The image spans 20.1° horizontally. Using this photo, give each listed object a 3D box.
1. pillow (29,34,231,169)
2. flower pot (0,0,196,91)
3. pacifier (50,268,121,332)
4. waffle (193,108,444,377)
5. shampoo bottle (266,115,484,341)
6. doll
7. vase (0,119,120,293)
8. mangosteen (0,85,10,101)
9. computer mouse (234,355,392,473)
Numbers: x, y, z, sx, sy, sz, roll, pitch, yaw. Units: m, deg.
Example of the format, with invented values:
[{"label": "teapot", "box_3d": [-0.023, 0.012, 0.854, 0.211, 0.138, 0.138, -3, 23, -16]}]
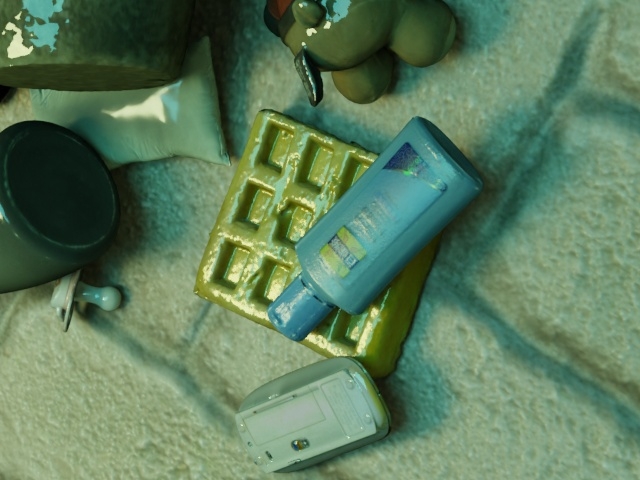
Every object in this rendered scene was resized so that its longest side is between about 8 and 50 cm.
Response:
[{"label": "pillow", "box_3d": [-0.212, -0.137, 2.023, 0.254, 0.078, 0.144, -9, 95, 30]}, {"label": "flower pot", "box_3d": [-0.253, -0.330, 1.877, 0.294, 0.293, 0.330, -3, 84, 30]}, {"label": "pacifier", "box_3d": [-0.265, 0.062, 2.056, 0.078, 0.081, 0.099, 11, 69, -2]}, {"label": "waffle", "box_3d": [0.000, 0.000, 1.900, 0.248, 0.055, 0.221, 23, 97, 28]}, {"label": "shampoo bottle", "box_3d": [0.045, 0.000, 1.809, 0.258, 0.061, 0.104, -47, 68, 19]}, {"label": "doll", "box_3d": [-0.003, -0.303, 1.854, 0.235, 0.174, 0.330, -35, 70, 37]}, {"label": "vase", "box_3d": [-0.383, 0.006, 2.045, 0.321, 0.173, 0.173, -32, 71, 41]}, {"label": "mangosteen", "box_3d": [-0.446, -0.268, 2.088, 0.275, 0.275, 0.302, 61, 148, 18]}, {"label": "computer mouse", "box_3d": [-0.005, 0.183, 1.882, 0.199, 0.045, 0.102, -27, 93, 39]}]
